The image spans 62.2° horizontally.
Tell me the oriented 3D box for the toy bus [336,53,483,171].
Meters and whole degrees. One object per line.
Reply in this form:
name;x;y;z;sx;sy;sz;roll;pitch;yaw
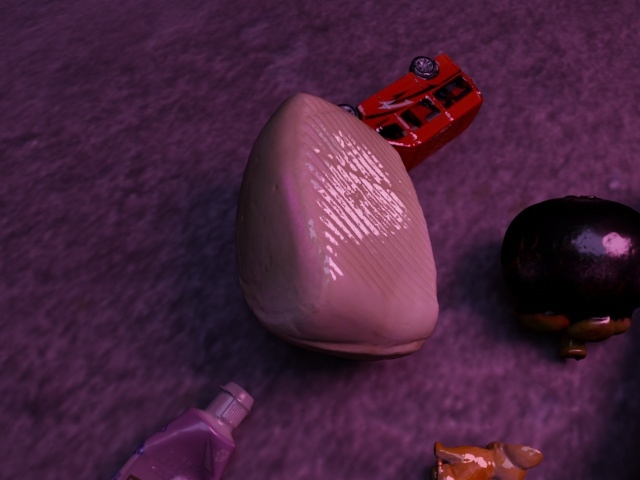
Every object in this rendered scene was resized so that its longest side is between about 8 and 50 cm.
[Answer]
toy bus;0.088;-0.130;0.607;0.195;0.081;0.089;-35;74;-21

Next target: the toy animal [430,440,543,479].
toy animal;0.130;0.189;0.416;0.083;0.060;0.081;4;18;3

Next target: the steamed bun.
steamed bun;0.000;0.000;0.481;0.170;0.153;0.238;20;50;-34

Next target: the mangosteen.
mangosteen;0.235;0.034;0.484;0.137;0.137;0.151;2;91;1

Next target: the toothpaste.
toothpaste;-0.161;0.230;0.396;0.075;0.048;0.301;36;66;16
